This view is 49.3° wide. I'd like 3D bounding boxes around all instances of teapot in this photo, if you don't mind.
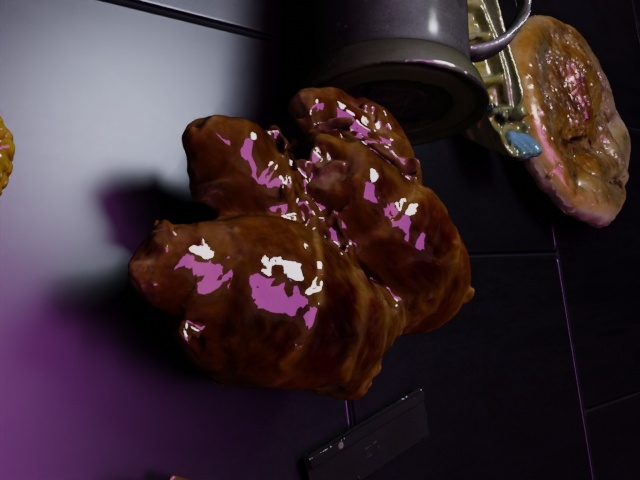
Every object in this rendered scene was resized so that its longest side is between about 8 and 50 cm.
[{"bbox_3d":[0.103,-0.293,0.782,0.270,0.200,0.337,1,75,-5],"label":"teapot"}]

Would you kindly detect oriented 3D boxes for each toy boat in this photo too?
[{"bbox_3d":[0.225,-0.237,0.985,0.111,0.084,0.276,-17,89,-41],"label":"toy boat"}]

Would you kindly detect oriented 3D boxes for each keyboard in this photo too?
[{"bbox_3d":[0.055,0.221,0.761,0.195,0.018,0.060,-16,98,-43],"label":"keyboard"}]

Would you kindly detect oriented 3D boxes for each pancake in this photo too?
[{"bbox_3d":[0.418,-0.198,1.148,0.386,0.082,0.387,16,66,-41],"label":"pancake"}]

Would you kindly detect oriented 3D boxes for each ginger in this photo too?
[{"bbox_3d":[-0.006,0.007,0.634,0.357,0.152,0.274,-25,110,-35],"label":"ginger"}]

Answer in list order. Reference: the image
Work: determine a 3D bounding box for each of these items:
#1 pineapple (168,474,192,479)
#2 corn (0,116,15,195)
[{"bbox_3d":[-0.078,0.276,0.561,0.236,0.114,0.186,-24,97,-40],"label":"pineapple"},{"bbox_3d":[-0.295,0.033,0.429,0.102,0.102,0.313,36,61,-31],"label":"corn"}]
